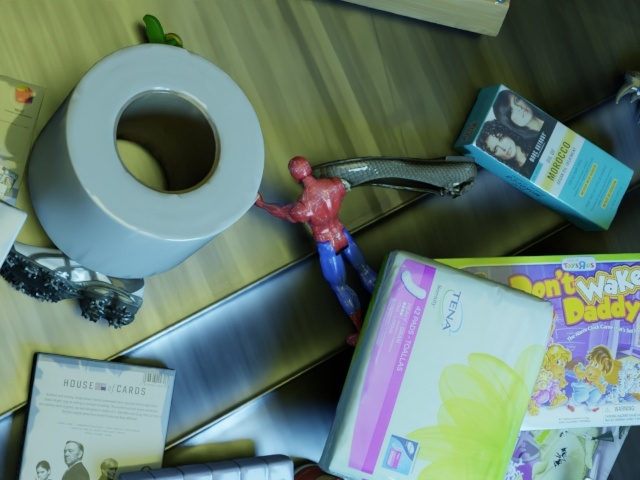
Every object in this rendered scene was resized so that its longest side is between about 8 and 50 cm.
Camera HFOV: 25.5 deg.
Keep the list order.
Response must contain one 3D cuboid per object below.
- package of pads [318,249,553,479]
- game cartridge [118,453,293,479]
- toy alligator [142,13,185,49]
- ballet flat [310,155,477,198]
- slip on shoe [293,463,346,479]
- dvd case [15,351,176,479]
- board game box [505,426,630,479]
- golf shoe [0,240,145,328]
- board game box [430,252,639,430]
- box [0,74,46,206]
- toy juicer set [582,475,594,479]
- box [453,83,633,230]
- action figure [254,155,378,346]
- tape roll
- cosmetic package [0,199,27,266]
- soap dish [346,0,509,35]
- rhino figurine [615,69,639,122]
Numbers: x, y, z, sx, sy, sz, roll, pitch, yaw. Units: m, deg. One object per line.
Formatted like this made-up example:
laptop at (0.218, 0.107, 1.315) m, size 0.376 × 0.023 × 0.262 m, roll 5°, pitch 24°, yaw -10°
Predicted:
package of pads at (0.153, 0.183, 1.792) m, size 0.229 × 0.101 × 0.296 m, roll 19°, pitch 81°, yaw -7°
game cartridge at (-0.140, 0.457, 1.779) m, size 0.230 × 0.068 × 0.355 m, roll -5°, pitch 97°, yaw -26°
toy alligator at (-0.175, -0.202, 1.803) m, size 0.051 × 0.056 × 0.189 m, roll -33°, pitch 106°, yaw 24°
ballet flat at (0.100, -0.082, 1.893) m, size 0.250 × 0.084 × 0.058 m, roll -2°, pitch 89°, yaw -27°
slip on shoe at (0.086, 0.417, 1.864) m, size 0.331 × 0.101 × 0.123 m, roll 44°, pitch 73°, yaw -16°
dvd case at (-0.283, 0.267, 1.761) m, size 0.179 × 0.029 × 0.238 m, roll 9°, pitch 85°, yaw -21°
board game box at (0.306, 0.303, 1.982) m, size 0.208 × 0.056 × 0.346 m, roll 29°, pitch 79°, yaw -14°
golf shoe at (-0.309, 0.032, 1.742) m, size 0.198 × 0.077 × 0.094 m, roll 26°, pitch 58°, yaw -17°
board game box at (0.281, 0.139, 1.913) m, size 0.347 × 0.078 × 0.233 m, roll -2°, pitch 84°, yaw -11°
box at (-0.425, -0.114, 1.707) m, size 0.145 × 0.038 × 0.186 m, roll 15°, pitch 85°, yaw -21°
toy juicer set at (0.405, 0.484, 1.998) m, size 0.329 × 0.089 × 0.209 m, roll 38°, pitch 85°, yaw -26°
box at (0.314, -0.114, 1.983) m, size 0.244 × 0.060 × 0.100 m, roll 30°, pitch 79°, yaw -18°
action figure at (0.000, 0.000, 1.854) m, size 0.091 × 0.139 × 0.280 m, roll -36°, pitch 124°, yaw -21°
tape roll at (-0.210, -0.091, 1.691) m, size 0.246 × 0.169 × 0.246 m, roll 9°, pitch 70°, yaw -25°
cosmetic package at (-0.544, 0.073, 1.597) m, size 0.284 × 0.097 × 0.377 m, roll 28°, pitch 83°, yaw -12°
soap dish at (0.134, -0.416, 1.888) m, size 0.291 × 0.118 × 0.228 m, roll 10°, pitch 86°, yaw -20°
rhino figurine at (0.535, -0.230, 2.065) m, size 0.243 × 0.073 × 0.106 m, roll -16°, pitch 92°, yaw -19°
